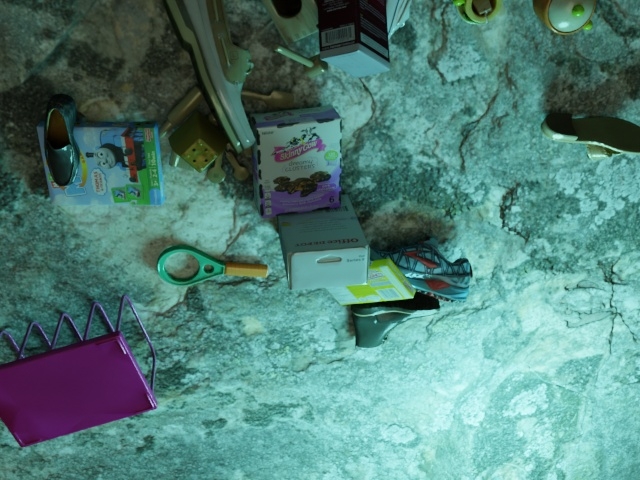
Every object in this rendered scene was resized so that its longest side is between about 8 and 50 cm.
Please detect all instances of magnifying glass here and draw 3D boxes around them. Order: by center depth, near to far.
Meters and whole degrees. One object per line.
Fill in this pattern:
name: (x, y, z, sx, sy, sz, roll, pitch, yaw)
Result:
magnifying glass: (-0.227, 0.058, 1.491, 0.231, 0.026, 0.092, 3, 118, -13)

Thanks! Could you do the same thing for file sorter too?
file sorter: (-0.507, 0.257, 1.461, 0.291, 0.182, 0.202, -16, 121, 0)

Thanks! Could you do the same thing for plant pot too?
plant pot: (-0.222, -0.171, 1.295, 0.081, 0.083, 0.081, -41, 121, 13)

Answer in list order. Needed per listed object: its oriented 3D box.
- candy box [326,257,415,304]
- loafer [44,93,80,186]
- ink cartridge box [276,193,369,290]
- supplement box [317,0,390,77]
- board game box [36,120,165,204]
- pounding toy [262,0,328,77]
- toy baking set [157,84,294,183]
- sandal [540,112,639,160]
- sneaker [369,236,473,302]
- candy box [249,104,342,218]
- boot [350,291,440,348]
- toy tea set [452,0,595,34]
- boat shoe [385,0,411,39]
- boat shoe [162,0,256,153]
candy box: (0.091, 0.090, 1.493, 0.206, 0.027, 0.105, -10, 129, 44)
loafer: (-0.465, -0.170, 1.251, 0.062, 0.061, 0.169, 2, 117, -4)
ink cartridge box: (0.000, 0.000, 1.389, 0.155, 0.212, 0.093, -5, 120, -8)
supplement box: (0.052, -0.403, 1.155, 0.073, 0.130, 0.239, -4, 86, 28)
board game box: (-0.407, -0.144, 1.326, 0.212, 0.039, 0.160, 0, 119, -1)
pounding toy: (-0.022, -0.378, 1.181, 0.094, 0.181, 0.206, -17, 123, 25)
toy baking set: (-0.180, -0.220, 1.344, 0.197, 0.030, 0.256, 34, 109, -28)
sandal: (0.563, -0.206, 1.469, 0.240, 0.088, 0.079, 9, 149, -7)
sneaker: (0.206, 0.045, 1.536, 0.262, 0.104, 0.125, 19, 85, -11)
candy box: (-0.046, -0.152, 1.361, 0.165, 0.070, 0.196, -9, 125, -12)
boot: (0.169, 0.185, 1.612, 0.198, 0.076, 0.136, 1, 124, 5)
toy tea set: (0.351, -0.464, 1.242, 0.337, 0.124, 0.199, -5, 120, -8)
boat shoe: (0.122, -0.410, 1.251, 0.084, 0.095, 0.258, 0, 125, -40)
boat shoe: (-0.168, -0.304, 1.228, 0.103, 0.113, 0.302, -25, 108, -11)
